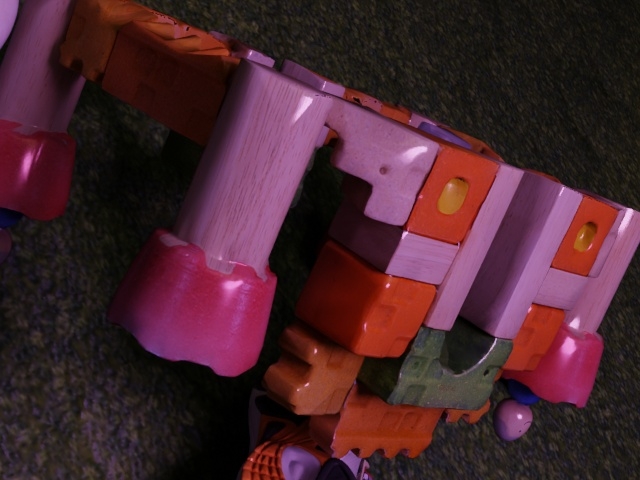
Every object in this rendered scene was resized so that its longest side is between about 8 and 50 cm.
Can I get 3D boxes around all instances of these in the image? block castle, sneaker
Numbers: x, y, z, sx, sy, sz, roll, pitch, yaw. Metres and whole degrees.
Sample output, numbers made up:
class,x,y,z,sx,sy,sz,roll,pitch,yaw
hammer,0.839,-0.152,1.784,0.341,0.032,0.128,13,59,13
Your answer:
class,x,y,z,sx,sy,sz,roll,pitch,yaw
block castle,0.000,0.000,0.804,0.453,0.213,0.303,13,13,-48
sneaker,-0.020,0.181,0.810,0.099,0.121,0.262,15,17,5

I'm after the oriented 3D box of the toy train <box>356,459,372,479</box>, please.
class,x,y,z,sx,sy,sz,roll,pitch,yaw
toy train,0.026,0.192,0.897,0.036,0.027,0.158,43,36,-24

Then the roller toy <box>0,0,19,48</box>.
class,x,y,z,sx,sy,sz,roll,pitch,yaw
roller toy,-0.287,-0.153,0.684,0.191,0.146,0.209,35,39,-17
